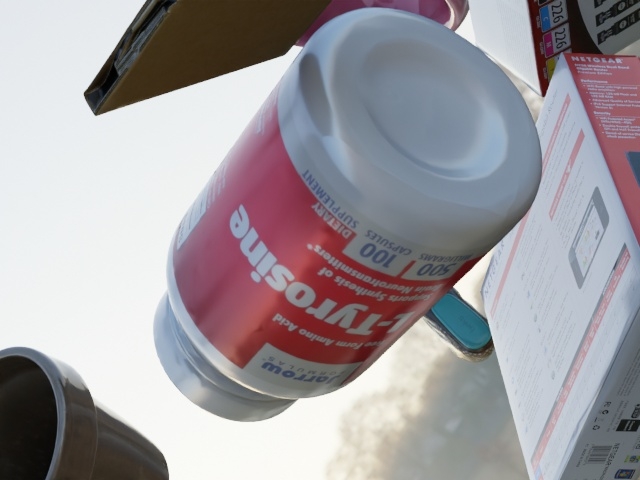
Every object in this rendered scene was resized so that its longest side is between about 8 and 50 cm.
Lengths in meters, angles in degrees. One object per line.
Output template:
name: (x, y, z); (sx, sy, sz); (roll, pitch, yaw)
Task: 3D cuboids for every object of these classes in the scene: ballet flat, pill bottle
ballet flat: (0.141, 0.077, 1.753); (0.073, 0.206, 0.067); (-32, -29, -11)
pill bottle: (0.000, 0.000, 1.276); (0.229, 0.229, 0.408); (-42, -5, -43)

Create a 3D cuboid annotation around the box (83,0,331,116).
box: (-0.059, -0.164, 1.009); (0.201, 0.021, 0.164); (-26, -13, -43)

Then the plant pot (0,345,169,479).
plant pot: (-0.315, 0.284, 1.711); (0.229, 0.263, 0.263); (30, -84, -44)

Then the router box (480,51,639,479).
router box: (0.255, 0.044, 1.335); (0.335, 0.082, 0.301); (103, 164, -44)

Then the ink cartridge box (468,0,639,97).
ink cartridge box: (0.282, -0.353, 1.457); (0.272, 0.130, 0.309); (-32, -43, -12)

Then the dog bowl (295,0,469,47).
dog bowl: (0.012, -0.348, 1.688); (0.408, 0.408, 0.150); (63, -146, -75)
